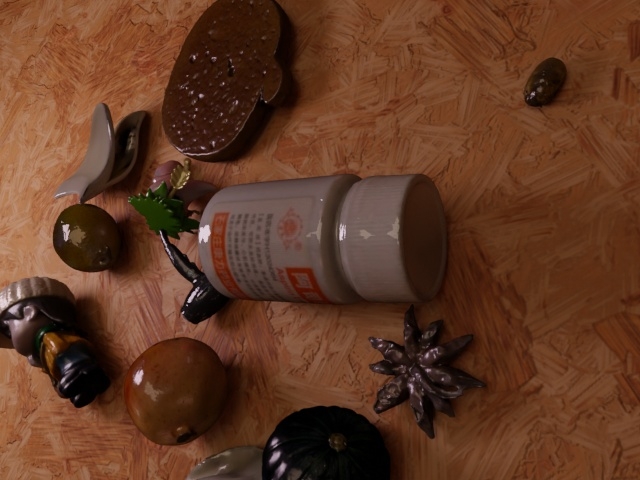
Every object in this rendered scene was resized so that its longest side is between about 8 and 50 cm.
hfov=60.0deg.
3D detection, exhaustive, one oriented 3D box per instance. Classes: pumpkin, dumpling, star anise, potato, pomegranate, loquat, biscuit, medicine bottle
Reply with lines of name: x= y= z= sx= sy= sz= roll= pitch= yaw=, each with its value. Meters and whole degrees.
pumpkin: x=0.008 y=0.330 z=0.812 sx=0.150 sy=0.194 sz=0.194 roll=-46 pitch=54 yaw=35
dumpling: x=-0.193 y=0.477 z=0.911 sx=0.260 sy=0.181 sz=0.341 roll=-86 pitch=19 yaw=-59
star anise: x=0.142 y=0.194 z=0.842 sx=0.195 sy=0.065 sz=0.182 roll=-52 pitch=55 yaw=12
potato: x=0.350 y=-0.248 z=0.867 sx=0.051 sy=0.040 sz=0.083 roll=29 pitch=92 yaw=30
pomegranate: x=-0.258 y=0.273 z=0.999 sx=0.191 sy=0.191 sz=0.191 roll=-10 pitch=70 yaw=29
loquat: x=-0.533 y=-0.002 z=1.275 sx=0.152 sy=0.152 sz=0.195 roll=-53 pitch=49 yaw=7
biscuit: x=-0.193 y=-0.355 z=1.222 sx=0.350 sy=0.070 sz=0.395 roll=26 pitch=90 yaw=33
medicine bottle: x=0.000 y=0.000 z=0.905 sx=0.371 sy=0.211 sz=0.211 roll=-1 pitch=74 yaw=32

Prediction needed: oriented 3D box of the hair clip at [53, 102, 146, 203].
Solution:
hair clip: x=-0.525 y=-0.211 z=1.354 sx=0.172 sy=0.113 sz=0.282 roll=9 pitch=80 yaw=45

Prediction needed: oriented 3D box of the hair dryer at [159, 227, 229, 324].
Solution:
hair dryer: x=-0.247 y=0.034 z=1.109 sx=0.219 sy=0.075 sz=0.195 roll=42 pitch=89 yaw=19

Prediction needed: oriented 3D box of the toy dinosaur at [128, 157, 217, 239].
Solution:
toy dinosaur: x=-0.305 y=-0.099 z=1.199 sx=0.194 sy=0.152 sz=0.177 roll=-8 pitch=42 yaw=36

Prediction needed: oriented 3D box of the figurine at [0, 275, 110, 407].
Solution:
figurine: x=-0.591 y=0.212 z=1.245 sx=0.332 sy=0.185 sz=0.204 roll=24 pitch=55 yaw=17
